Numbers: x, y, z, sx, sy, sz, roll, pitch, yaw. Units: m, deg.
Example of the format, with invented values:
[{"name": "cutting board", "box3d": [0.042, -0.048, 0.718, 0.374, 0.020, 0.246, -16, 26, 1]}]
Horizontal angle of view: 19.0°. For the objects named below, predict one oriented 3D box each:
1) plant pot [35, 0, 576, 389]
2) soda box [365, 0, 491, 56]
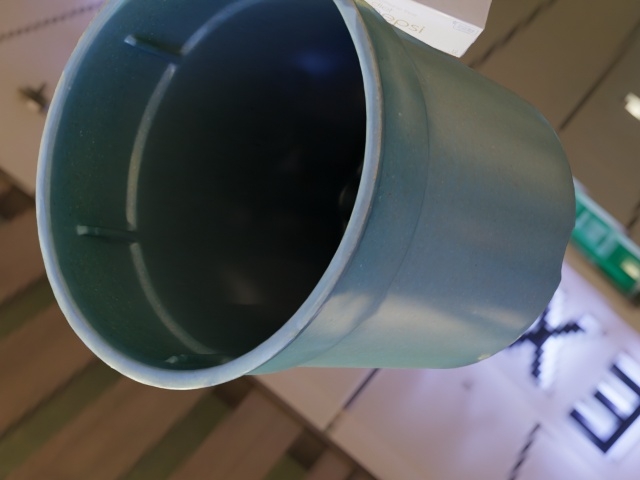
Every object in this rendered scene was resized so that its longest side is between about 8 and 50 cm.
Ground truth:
[{"name": "plant pot", "box3d": [0.012, -0.039, 1.521, 0.334, 0.341, 0.341, 12, -147, -50]}, {"name": "soda box", "box3d": [0.059, -0.259, 1.857, 0.216, 0.069, 0.074, 21, -114, -10]}]
